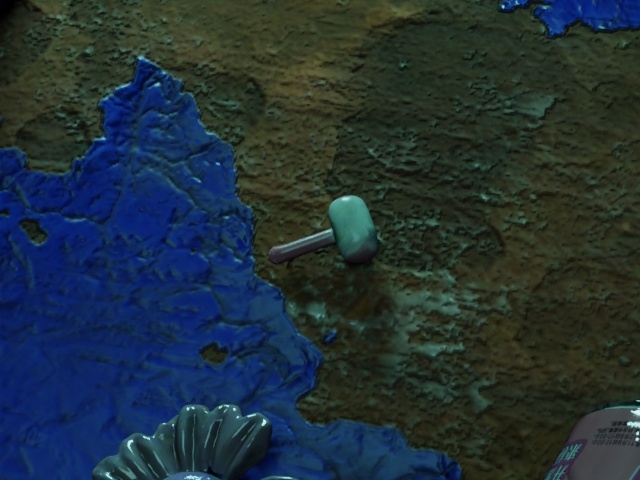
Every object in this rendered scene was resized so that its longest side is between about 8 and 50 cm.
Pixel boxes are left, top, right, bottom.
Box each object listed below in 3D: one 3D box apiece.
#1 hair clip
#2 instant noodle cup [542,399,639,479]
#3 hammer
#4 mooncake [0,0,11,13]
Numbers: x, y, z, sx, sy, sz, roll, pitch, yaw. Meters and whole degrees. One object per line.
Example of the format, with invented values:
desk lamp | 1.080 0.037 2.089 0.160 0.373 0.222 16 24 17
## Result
hair clip | -0.062 0.246 0.890 0.173 0.069 0.300 -28 65 -6
instant noodle cup | 0.179 0.239 0.792 0.244 0.244 0.255 22 63 16
hammer | 0.000 0.000 1.019 0.083 0.031 0.052 -19 61 5
mooncake | -0.386 -0.277 1.136 0.283 0.141 0.283 -4 63 7
